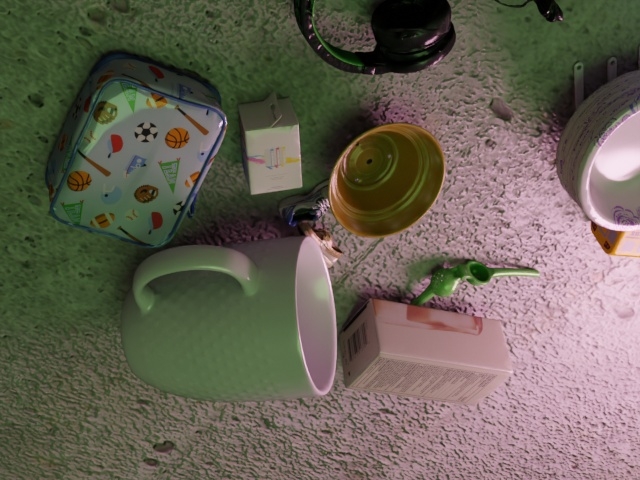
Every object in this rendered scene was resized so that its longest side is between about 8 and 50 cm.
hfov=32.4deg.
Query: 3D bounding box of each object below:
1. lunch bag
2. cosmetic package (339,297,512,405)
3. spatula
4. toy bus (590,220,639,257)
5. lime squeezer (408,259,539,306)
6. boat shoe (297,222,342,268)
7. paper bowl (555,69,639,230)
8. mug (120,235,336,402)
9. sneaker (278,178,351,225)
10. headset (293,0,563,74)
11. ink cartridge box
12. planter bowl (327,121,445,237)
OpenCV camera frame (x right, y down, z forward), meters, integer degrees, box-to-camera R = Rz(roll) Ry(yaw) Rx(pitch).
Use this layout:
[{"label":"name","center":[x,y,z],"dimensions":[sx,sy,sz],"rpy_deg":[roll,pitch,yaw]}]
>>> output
[{"label":"lunch bag","center":[-0.292,-0.133,1.766],"dimensions":[0.243,0.115,0.303],"rpy_deg":[15,120,-28]},{"label":"cosmetic package","center":[0.202,0.219,2.141],"dimensions":[0.296,0.129,0.153],"rpy_deg":[12,140,-24]},{"label":"spatula","center":[0.520,-0.230,1.976],"dimensions":[0.168,0.019,0.242],"rpy_deg":[-15,129,-3]},{"label":"toy bus","center":[0.701,-0.034,2.119],"dimensions":[0.332,0.108,0.130],"rpy_deg":[4,126,-19]},{"label":"lime squeezer","center":[0.279,0.088,2.130],"dimensions":[0.310,0.059,0.110],"rpy_deg":[-18,129,-2]},{"label":"boat shoe","center":[0.000,0.000,1.986],"dimensions":[0.045,0.050,0.135],"rpy_deg":[-37,146,1]},{"label":"paper bowl","center":[0.548,-0.168,1.927],"dimensions":[0.284,0.148,0.284],"rpy_deg":[-10,127,-14]},{"label":"mug","center":[-0.174,0.119,1.863],"dimensions":[0.328,0.276,0.374],"rpy_deg":[-7,148,13]},{"label":"sneaker","center":[-0.005,-0.060,1.935],"dimensions":[0.135,0.058,0.052],"rpy_deg":[-24,129,3]},{"label":"headset","center":[0.161,-0.362,1.665],"dimensions":[0.394,0.185,0.243],"rpy_deg":[-8,129,-18]},{"label":"ink cartridge box","center":[-0.084,-0.164,1.811],"dimensions":[0.089,0.092,0.143],"rpy_deg":[-9,127,-8]},{"label":"planter bowl","center":[0.098,-0.120,1.888],"dimensions":[0.217,0.090,0.217],"rpy_deg":[-11,123,-17]}]
